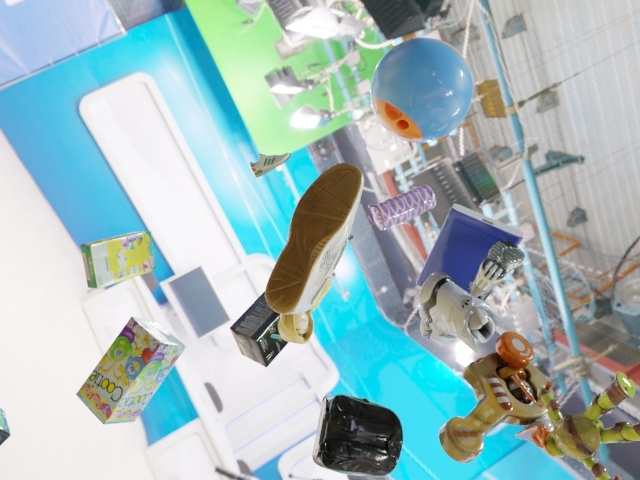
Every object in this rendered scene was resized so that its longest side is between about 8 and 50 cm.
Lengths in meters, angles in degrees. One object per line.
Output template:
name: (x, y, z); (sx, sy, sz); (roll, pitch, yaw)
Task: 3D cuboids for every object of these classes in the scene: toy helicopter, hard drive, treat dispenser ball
toy helicopter: (0.376, 0.360, 1.066); (0.235, 0.355, 0.140); (48, -46, 24)
hard drive: (0.437, 0.059, 1.544); (0.210, 0.040, 0.319); (24, -47, 11)
treat dispenser ball: (0.284, -0.422, 1.457); (0.288, 0.288, 0.288); (58, -11, 18)

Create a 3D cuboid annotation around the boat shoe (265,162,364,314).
boat shoe: (0.000, 0.000, 0.891); (0.098, 0.277, 0.096); (30, 3, 30)

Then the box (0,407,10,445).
box: (-0.672, 0.346, 0.898); (0.093, 0.156, 0.158); (26, -22, 48)

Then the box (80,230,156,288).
box: (-0.473, 0.040, 1.223); (0.043, 0.179, 0.105); (2, -78, 33)

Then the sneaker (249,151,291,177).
sneaker: (-0.190, -0.299, 1.904); (0.075, 0.161, 0.057); (60, 11, -9)

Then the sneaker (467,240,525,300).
sneaker: (0.452, 0.087, 1.366); (0.086, 0.228, 0.132); (42, -51, 21)

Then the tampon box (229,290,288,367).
tampon box: (-0.152, 0.244, 1.430); (0.101, 0.161, 0.120); (17, -43, 34)

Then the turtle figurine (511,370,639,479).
turtle figurine: (0.463, 0.323, 0.908); (0.217, 0.087, 0.270); (-51, -131, 35)

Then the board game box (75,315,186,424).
board game box: (-0.559, 0.386, 1.529); (0.142, 0.275, 0.144); (34, -3, 23)

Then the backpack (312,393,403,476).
backpack: (0.084, 0.439, 1.153); (0.144, 0.188, 0.166); (119, -17, -67)

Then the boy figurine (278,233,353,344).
boy figurine: (-0.030, 0.100, 1.167); (0.092, 0.285, 0.177); (23, 2, 34)

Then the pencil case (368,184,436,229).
pencil case: (0.249, -0.100, 1.560); (0.088, 0.206, 0.086); (165, -96, -76)

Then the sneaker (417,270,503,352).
sneaker: (0.406, 0.252, 1.503); (0.210, 0.137, 0.366); (37, -18, 36)
